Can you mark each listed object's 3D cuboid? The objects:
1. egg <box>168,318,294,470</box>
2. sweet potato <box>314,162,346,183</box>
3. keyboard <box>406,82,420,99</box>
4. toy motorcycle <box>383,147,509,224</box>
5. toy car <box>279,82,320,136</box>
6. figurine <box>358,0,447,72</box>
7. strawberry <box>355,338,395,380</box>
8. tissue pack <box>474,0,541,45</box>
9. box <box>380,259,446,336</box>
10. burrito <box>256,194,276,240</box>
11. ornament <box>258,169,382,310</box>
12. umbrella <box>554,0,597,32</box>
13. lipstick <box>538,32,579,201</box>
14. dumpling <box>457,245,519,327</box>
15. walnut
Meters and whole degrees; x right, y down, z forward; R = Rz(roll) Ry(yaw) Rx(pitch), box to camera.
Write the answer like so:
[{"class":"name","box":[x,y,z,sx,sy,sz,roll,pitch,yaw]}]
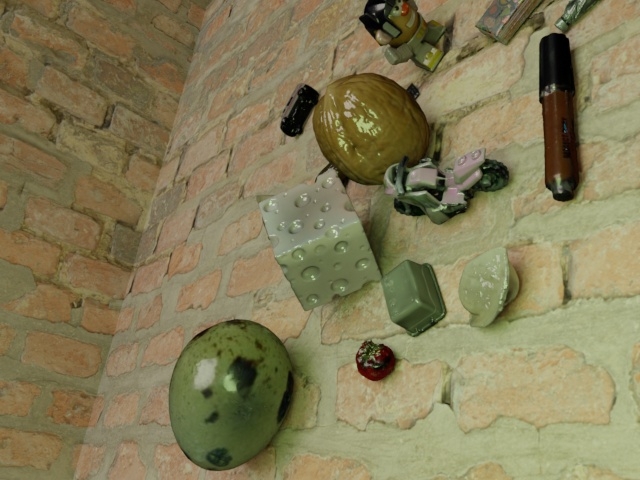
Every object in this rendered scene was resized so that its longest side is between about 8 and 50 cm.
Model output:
[{"class":"egg","box":[-0.255,0.435,1.674,0.345,0.345,0.428,7,78,55]},{"class":"sweet potato","box":[0.028,-0.207,1.930,0.286,0.085,0.112,-54,31,15]},{"class":"keyboard","box":[0.229,-0.398,1.846,0.202,0.011,0.067,-47,39,25]},{"class":"toy motorcycle","box":[0.284,-0.142,1.447,0.327,0.188,0.143,-20,47,47]},{"class":"toy car","box":[-0.093,-0.501,2.281,0.108,0.089,0.210,29,91,57]},{"class":"figurine","box":[0.237,-0.632,1.749,0.143,0.308,0.309,-40,41,39]},{"class":"strawberry","box":[0.136,0.302,1.461,0.106,0.106,0.106,-32,46,39]},{"class":"tissue pack","box":[0.497,-0.606,1.571,0.148,0.060,0.109,-52,34,17]},{"class":"box","box":[0.218,0.133,1.446,0.124,0.092,0.172,-42,40,30]},{"class":"burrito","box":[-0.100,-0.030,1.940,0.135,0.190,0.332,-28,38,-9]},{"class":"ornament","box":[0.000,0.000,1.623,0.239,0.239,0.240,-24,43,2]},{"class":"umbrella","box":[0.631,-0.572,1.386,0.188,0.046,0.050,-47,27,30]},{"class":"lipstick","box":[0.526,-0.279,1.310,0.077,0.077,0.419,-20,55,46]},{"class":"dumpling","box":[0.363,0.106,1.266,0.176,0.092,0.150,-44,36,30]},{"class":"walnut","box":[0.134,-0.307,1.634,0.333,0.332,0.333,-32,46,39]}]
